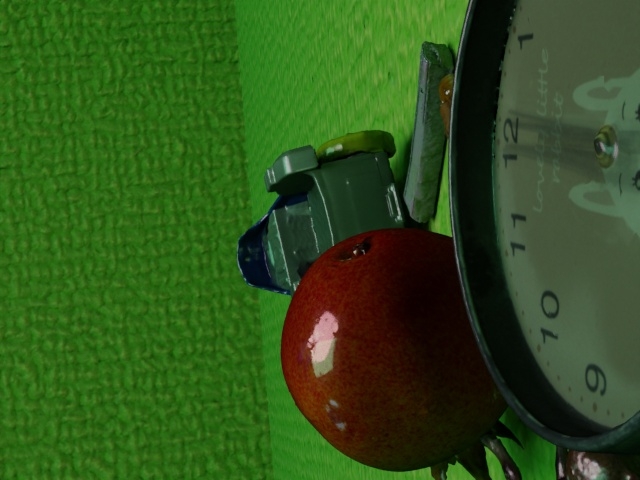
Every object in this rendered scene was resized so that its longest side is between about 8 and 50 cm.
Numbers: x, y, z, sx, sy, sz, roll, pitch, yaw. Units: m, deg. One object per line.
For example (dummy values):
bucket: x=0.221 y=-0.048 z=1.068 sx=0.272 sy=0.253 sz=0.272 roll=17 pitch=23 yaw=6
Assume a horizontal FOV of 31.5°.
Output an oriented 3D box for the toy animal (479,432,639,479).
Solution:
toy animal: x=0.182 y=0.233 z=0.841 sx=0.243 sy=0.087 sz=0.260 roll=96 pitch=169 yaw=-49

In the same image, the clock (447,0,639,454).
clock: x=0.177 y=-0.057 z=0.696 sx=0.386 sy=0.076 sz=0.386 roll=180 pitch=90 yaw=-75

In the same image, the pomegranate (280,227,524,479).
pomegranate: x=0.080 y=0.113 z=1.021 sx=0.257 sy=0.221 sz=0.221 roll=59 pitch=173 yaw=-8

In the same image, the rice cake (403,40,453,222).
rice cake: x=0.114 y=-0.111 z=1.222 sx=0.043 sy=0.034 sz=0.211 roll=-103 pitch=13 yaw=-53

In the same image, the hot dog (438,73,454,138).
hot dog: x=0.139 y=-0.108 z=1.112 sx=0.044 sy=0.028 sz=0.137 roll=88 pitch=171 yaw=-51

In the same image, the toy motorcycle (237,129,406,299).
toy motorcycle: x=0.000 y=0.000 z=1.420 sx=0.326 sy=0.199 sz=0.191 roll=130 pitch=128 yaw=-76
